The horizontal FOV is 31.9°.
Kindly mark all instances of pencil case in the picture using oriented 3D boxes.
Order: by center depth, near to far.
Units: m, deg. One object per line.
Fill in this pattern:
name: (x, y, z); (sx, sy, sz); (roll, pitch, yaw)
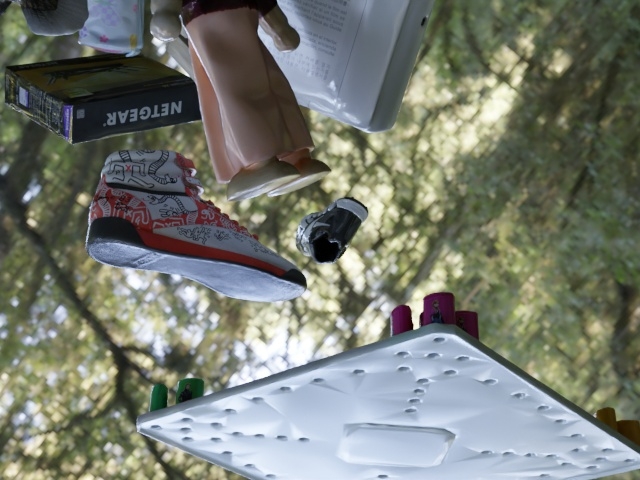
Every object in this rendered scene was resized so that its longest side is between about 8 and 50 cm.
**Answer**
pencil case: (-0.371, -0.478, 2.053); (0.124, 0.273, 0.113); (8, -171, -5)

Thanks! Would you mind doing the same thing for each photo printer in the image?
photo printer: (0.007, -0.301, 1.198); (0.256, 0.307, 0.107); (24, -154, 15)

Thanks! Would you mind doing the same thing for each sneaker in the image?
sneaker: (-0.136, -0.024, 1.324); (0.270, 0.090, 0.145); (14, -122, -20)
sneaker: (0.000, 0.000, 2.037); (0.078, 0.106, 0.234); (34, 153, -13)

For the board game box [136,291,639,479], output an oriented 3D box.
board game box: (0.079, 0.193, 1.165); (0.390, 0.390, 0.050); (33, -132, -40)

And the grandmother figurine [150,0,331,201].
grandmother figurine: (-0.099, -0.211, 1.073); (0.208, 0.104, 0.342); (-7, -102, -67)

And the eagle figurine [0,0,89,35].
eagle figurine: (-0.468, -0.387, 1.568); (0.226, 0.225, 0.298); (9, 170, -38)

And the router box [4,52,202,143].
router box: (-0.421, -0.287, 2.191); (0.309, 0.081, 0.243); (-17, -145, -42)

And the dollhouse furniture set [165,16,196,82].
dollhouse furniture set: (-0.119, -0.333, 1.671); (0.212, 0.242, 0.161); (-28, -112, -39)
